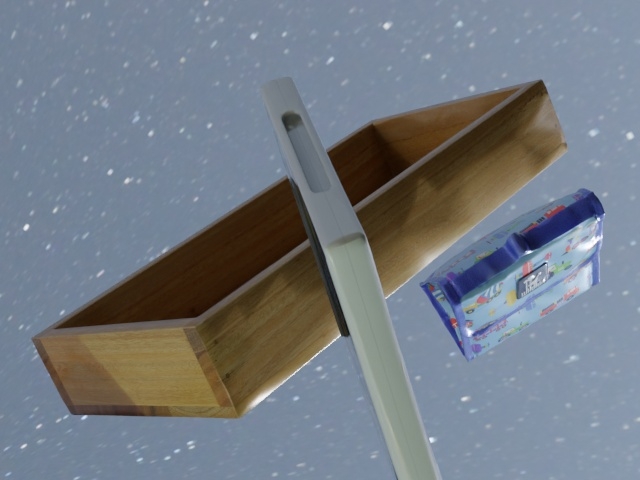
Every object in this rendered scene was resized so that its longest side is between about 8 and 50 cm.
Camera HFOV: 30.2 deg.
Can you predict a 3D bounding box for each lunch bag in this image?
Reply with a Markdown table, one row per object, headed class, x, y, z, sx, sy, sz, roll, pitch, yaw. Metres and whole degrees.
| class | x | y | z | sx | sy | sz | roll | pitch | yaw |
| --- | --- | --- | --- | --- | --- | --- | --- | --- | --- |
| lunch bag | 0.251 | 0.028 | 1.541 | 0.221 | 0.293 | 0.138 | -31 | -105 | -1 |

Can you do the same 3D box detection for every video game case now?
| class | x | y | z | sx | sy | sz | roll | pitch | yaw |
| --- | --- | --- | --- | --- | --- | --- | --- | --- | --- |
| video game case | 0.019 | 0.036 | 0.631 | 0.023 | 0.183 | 0.201 | -19 | -58 | -2 |

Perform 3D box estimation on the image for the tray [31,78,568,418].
| class | x | y | z | sx | sy | sz | roll | pitch | yaw |
| --- | --- | --- | --- | --- | --- | --- | --- | --- | --- |
| tray | 0.000 | 0.000 | 0.921 | 0.411 | 0.203 | 0.076 | -35 | -73 | -40 |
